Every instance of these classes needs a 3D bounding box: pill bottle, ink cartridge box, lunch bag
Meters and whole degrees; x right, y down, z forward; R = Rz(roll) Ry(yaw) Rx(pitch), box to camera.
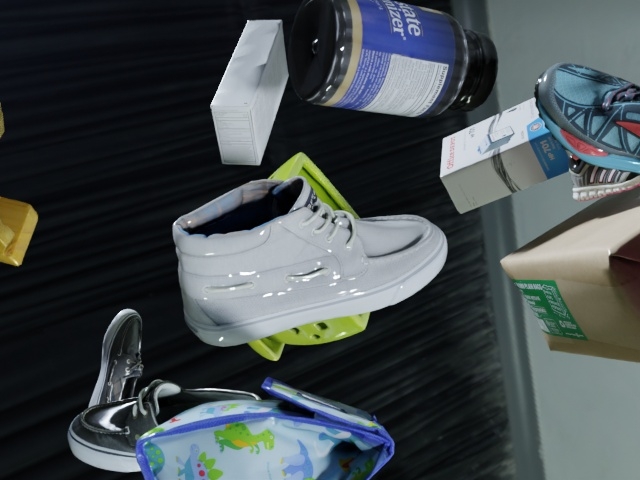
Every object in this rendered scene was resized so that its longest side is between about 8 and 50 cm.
[{"bbox_3d":[0.084,-0.202,0.817,0.123,0.219,0.123,-4,85,62],"label":"pill bottle"},{"bbox_3d":[0.294,-0.139,1.165,0.190,0.139,0.082,-21,118,24],"label":"ink cartridge box"},{"bbox_3d":[-0.031,0.141,0.480,0.129,0.151,0.096,103,157,-82],"label":"lunch bag"}]

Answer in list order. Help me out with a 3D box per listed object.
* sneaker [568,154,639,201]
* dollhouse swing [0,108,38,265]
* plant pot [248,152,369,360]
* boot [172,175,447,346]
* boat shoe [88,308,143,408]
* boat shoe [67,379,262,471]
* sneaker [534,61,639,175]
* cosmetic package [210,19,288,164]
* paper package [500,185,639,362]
[{"bbox_3d":[0.386,-0.103,0.956,0.075,0.063,0.170,68,157,0],"label":"sneaker"},{"bbox_3d":[-0.610,-0.198,1.252,0.315,0.305,0.347,12,145,26],"label":"dollhouse swing"},{"bbox_3d":[-0.057,0.038,1.157,0.207,0.227,0.228,-31,113,28],"label":"plant pot"},{"bbox_3d":[0.000,0.000,0.644,0.095,0.258,0.123,50,152,47],"label":"boot"},{"bbox_3d":[-0.368,0.246,1.366,0.076,0.080,0.228,16,86,30],"label":"boat shoe"},{"bbox_3d":[-0.219,0.255,1.064,0.335,0.121,0.119,-3,118,14],"label":"boat shoe"},{"bbox_3d":[0.334,-0.119,0.688,0.262,0.104,0.125,29,154,15],"label":"sneaker"},{"bbox_3d":[-0.098,-0.221,1.062,0.239,0.060,0.099,-78,-11,-46],"label":"cosmetic package"},{"bbox_3d":[0.452,0.019,0.974,0.168,0.309,0.325,61,171,-1],"label":"paper package"}]
